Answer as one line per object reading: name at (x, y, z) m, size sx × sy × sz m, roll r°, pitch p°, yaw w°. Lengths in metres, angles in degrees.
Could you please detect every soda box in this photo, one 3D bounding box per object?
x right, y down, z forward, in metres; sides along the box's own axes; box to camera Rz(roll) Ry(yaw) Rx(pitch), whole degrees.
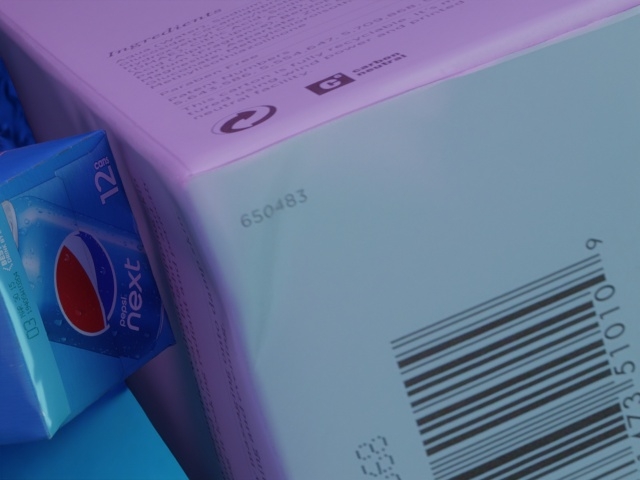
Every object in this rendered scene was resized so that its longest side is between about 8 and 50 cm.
soda box at (-0.153, 0.024, 0.540) m, size 0.067 × 0.210 × 0.071 m, roll -37°, pitch 113°, yaw -55°

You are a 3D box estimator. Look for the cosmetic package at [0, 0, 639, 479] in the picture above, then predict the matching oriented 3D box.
cosmetic package at (0.000, 0.000, 0.652) m, size 0.385 × 0.156 × 0.217 m, roll -137°, pitch -153°, yaw -65°
